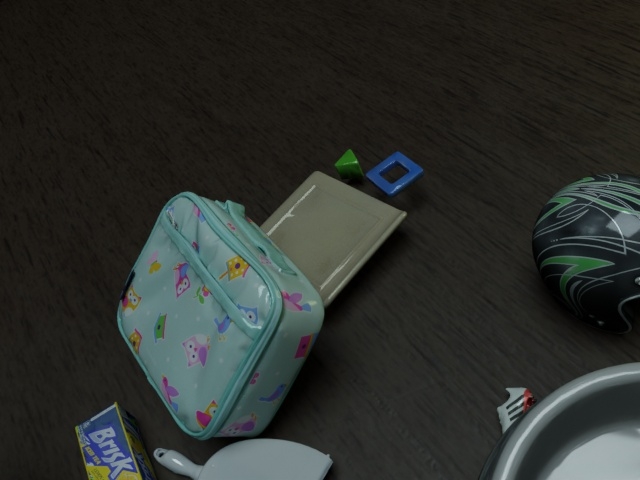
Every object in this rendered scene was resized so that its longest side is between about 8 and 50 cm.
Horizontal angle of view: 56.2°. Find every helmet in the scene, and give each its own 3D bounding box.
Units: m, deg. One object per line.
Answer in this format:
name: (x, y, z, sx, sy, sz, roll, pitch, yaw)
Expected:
helmet: (0.322, 0.005, 0.661, 0.169, 0.161, 0.169, -9, 50, 11)

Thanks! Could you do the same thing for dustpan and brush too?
dustpan and brush: (-0.108, 0.267, 0.665, 0.211, 0.060, 0.147, 19, 47, 23)

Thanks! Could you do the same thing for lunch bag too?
lunch bag: (-0.131, 0.076, 0.721, 0.279, 0.108, 0.224, 41, 110, 40)

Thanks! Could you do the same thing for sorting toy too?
sorting toy: (0.000, 0.000, 0.849, 0.196, 0.047, 0.347, 28, 67, 39)

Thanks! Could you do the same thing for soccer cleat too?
soccer cleat: (0.202, 0.193, 0.636, 0.036, 0.029, 0.083, 3, 53, 39)

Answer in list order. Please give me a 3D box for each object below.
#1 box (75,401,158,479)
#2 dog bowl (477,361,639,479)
box: (-0.226, 0.274, 0.691, 0.059, 0.054, 0.169, -32, 48, -9)
dog bowl: (0.291, 0.258, 0.480, 0.349, 0.102, 0.348, -8, 56, 12)
